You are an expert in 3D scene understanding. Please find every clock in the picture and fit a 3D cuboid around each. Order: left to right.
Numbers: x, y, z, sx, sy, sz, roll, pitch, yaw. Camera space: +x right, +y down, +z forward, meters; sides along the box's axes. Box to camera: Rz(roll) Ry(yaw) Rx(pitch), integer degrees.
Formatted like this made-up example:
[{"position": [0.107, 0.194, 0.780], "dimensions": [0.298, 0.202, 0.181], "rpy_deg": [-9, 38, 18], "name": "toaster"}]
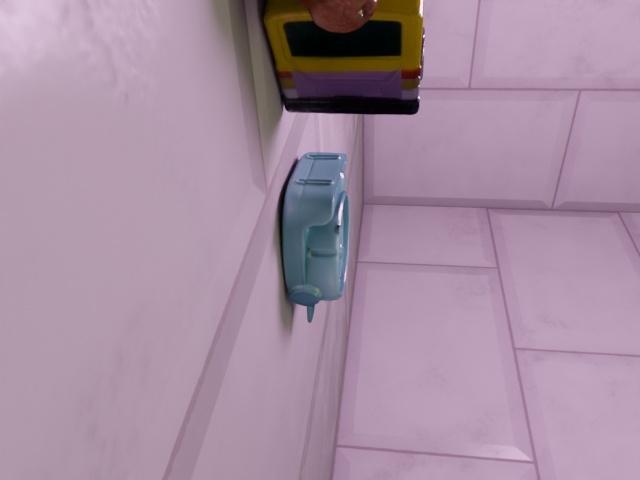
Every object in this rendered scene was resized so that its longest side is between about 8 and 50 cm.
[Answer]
[{"position": [0.000, 0.000, 0.978], "dimensions": [0.224, 0.094, 0.274], "rpy_deg": [-74, 164, -57], "name": "clock"}]

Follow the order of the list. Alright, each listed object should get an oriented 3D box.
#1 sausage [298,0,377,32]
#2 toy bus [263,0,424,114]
[{"position": [0.015, -0.432, 0.648], "dimensions": [0.094, 0.094, 0.420], "rpy_deg": [46, 42, -71], "name": "sausage"}, {"position": [0.052, -0.426, 0.820], "dimensions": [0.249, 0.209, 0.441], "rpy_deg": [71, 24, -68], "name": "toy bus"}]
